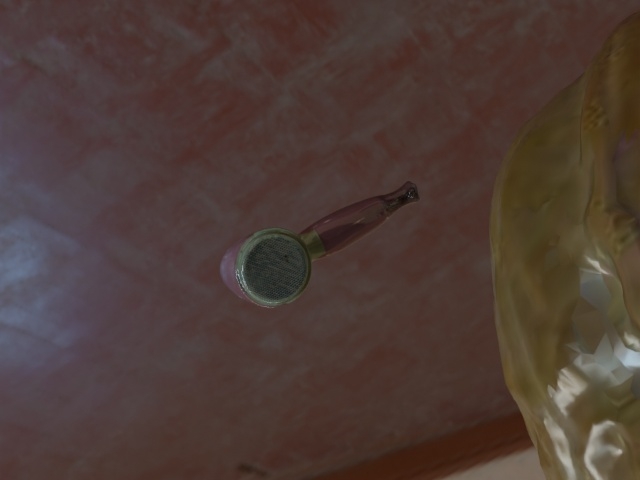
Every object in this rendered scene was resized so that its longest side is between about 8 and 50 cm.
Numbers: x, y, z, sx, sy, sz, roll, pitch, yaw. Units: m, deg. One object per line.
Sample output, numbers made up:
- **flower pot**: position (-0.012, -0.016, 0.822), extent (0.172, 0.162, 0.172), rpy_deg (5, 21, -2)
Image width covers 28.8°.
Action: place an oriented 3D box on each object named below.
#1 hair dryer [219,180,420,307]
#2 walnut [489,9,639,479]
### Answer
- **hair dryer**: position (0.004, -0.001, 0.892), extent (0.154, 0.054, 0.106), rpy_deg (-24, -175, -11)
- **walnut**: position (0.242, 0.025, 0.649), extent (0.306, 0.344, 0.306), rpy_deg (-18, 169, -3)
